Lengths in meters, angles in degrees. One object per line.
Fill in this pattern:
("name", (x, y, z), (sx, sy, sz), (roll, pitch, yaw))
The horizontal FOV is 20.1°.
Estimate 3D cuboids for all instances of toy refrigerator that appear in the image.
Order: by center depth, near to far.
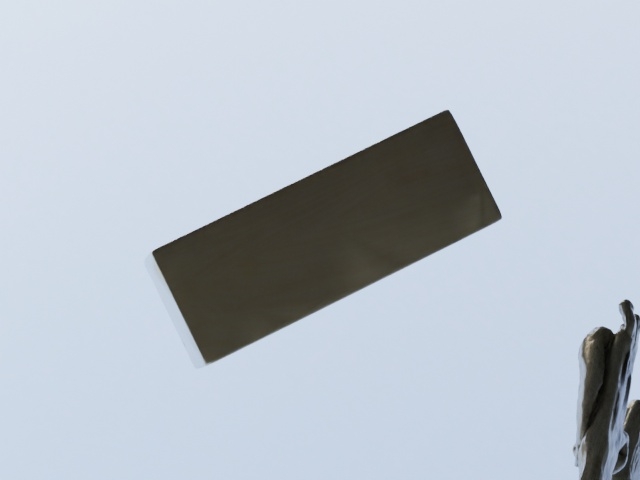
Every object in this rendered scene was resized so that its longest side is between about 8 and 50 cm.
("toy refrigerator", (0.000, 0.000, 1.472), (0.269, 0.094, 0.102), (-27, -91, -11))

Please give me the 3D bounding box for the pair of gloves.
("pair of gloves", (0.200, 0.173, 1.306), (0.042, 0.240, 0.204), (7, -122, 17))
